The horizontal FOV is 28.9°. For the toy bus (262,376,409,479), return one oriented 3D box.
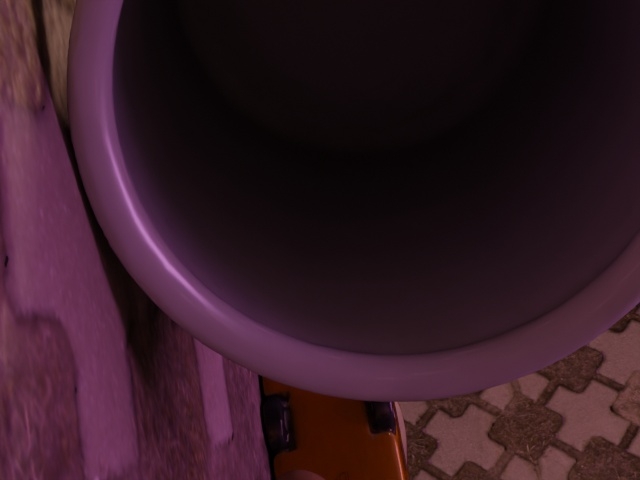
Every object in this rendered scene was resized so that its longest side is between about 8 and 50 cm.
[{"bbox_3d":[0.023,0.220,1.036,0.130,0.108,0.332,73,6,-63],"label":"toy bus"}]

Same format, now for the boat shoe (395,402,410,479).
[{"bbox_3d":[0.055,0.305,1.257,0.123,0.123,0.342,-64,144,-60],"label":"boat shoe"}]

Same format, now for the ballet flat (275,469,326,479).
[{"bbox_3d":[-0.005,0.259,0.802,0.073,0.080,0.232,35,40,-61],"label":"ballet flat"}]

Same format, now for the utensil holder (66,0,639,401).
[{"bbox_3d":[0.032,-0.136,0.765,0.385,0.328,0.327,-98,175,-68],"label":"utensil holder"}]
